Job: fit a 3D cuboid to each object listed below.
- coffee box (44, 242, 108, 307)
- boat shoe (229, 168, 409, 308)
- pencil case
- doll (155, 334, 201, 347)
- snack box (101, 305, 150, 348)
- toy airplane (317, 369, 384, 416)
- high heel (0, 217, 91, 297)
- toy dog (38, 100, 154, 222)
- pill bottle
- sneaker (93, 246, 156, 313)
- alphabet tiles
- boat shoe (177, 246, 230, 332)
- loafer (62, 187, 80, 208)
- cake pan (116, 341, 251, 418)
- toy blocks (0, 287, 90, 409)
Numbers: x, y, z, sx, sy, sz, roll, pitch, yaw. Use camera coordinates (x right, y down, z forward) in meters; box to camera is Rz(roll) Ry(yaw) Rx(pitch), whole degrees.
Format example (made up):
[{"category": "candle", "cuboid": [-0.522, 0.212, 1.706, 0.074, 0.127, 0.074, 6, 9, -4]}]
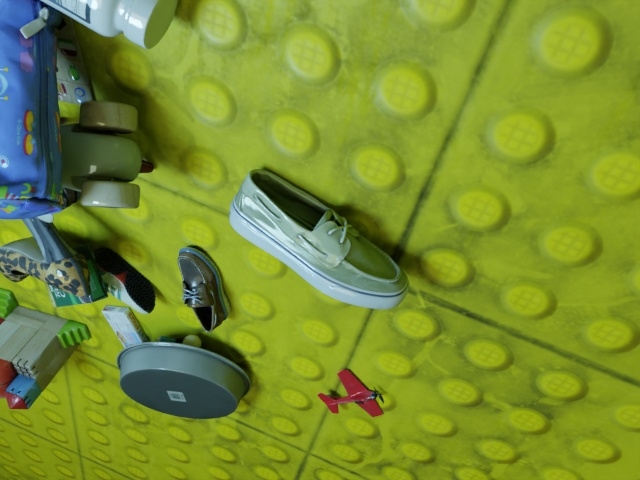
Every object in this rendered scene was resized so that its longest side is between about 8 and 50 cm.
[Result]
[{"category": "coffee box", "cuboid": [-0.490, 0.072, 1.244, 0.184, 0.040, 0.113, -8, 102, 45]}, {"category": "boat shoe", "cuboid": [0.000, 0.000, 0.946, 0.302, 0.109, 0.094, 27, 135, 4]}, {"category": "pencil case", "cuboid": [-0.402, -0.181, 0.841, 0.133, 0.119, 0.306, 0, 90, 36]}, {"category": "doll", "cuboid": [-0.299, 0.246, 1.363, 0.129, 0.046, 0.189, 27, 139, -16]}, {"category": "snack box", "cuboid": [-0.418, 0.215, 1.409, 0.064, 0.022, 0.178, 2, 131, 24]}, {"category": "toy airplane", "cuboid": [0.057, 0.314, 1.267, 0.151, 0.028, 0.151, 13, 136, 13]}, {"category": "high heel", "cuboid": [-0.512, 0.071, 1.177, 0.186, 0.093, 0.261, 54, 136, 6]}, {"category": "toy dog", "cuboid": [-0.399, -0.129, 0.986, 0.334, 0.220, 0.161, 22, -179, 14]}, {"category": "pill bottle", "cuboid": [-0.274, -0.316, 0.779, 0.180, 0.108, 0.108, 30, 137, -2]}, {"category": "sneaker", "cuboid": [-0.397, 0.087, 1.257, 0.161, 0.057, 0.075, 47, 135, -13]}, {"category": "alphabet tiles", "cuboid": [-0.461, -0.307, 0.951, 0.237, 0.009, 0.198, 15, 135, 14]}, {"category": "boat shoe", "cuboid": [-0.218, 0.095, 1.167, 0.066, 0.066, 0.183, -1, 130, 27]}, {"category": "loafer", "cuboid": [-0.574, -0.130, 1.107, 0.303, 0.095, 0.109, 31, 137, -4]}, {"category": "cake pan", "cuboid": [-0.298, 0.310, 1.362, 0.293, 0.054, 0.293, 6, 143, 4]}, {"category": "toy blocks", "cuboid": [-0.762, 0.271, 1.456, 0.381, 0.261, 0.190, 13, 135, 14]}]
